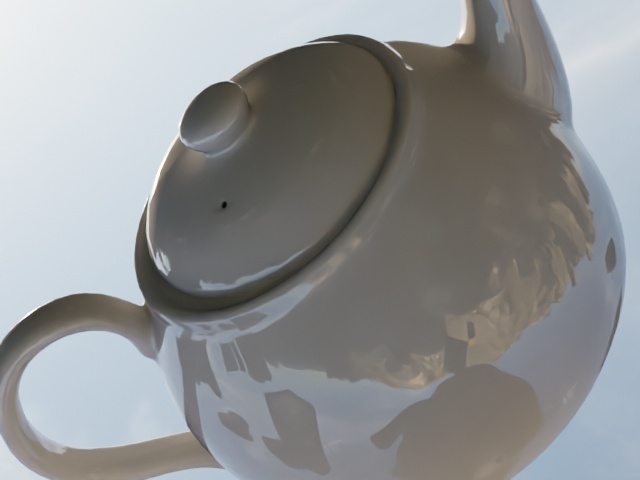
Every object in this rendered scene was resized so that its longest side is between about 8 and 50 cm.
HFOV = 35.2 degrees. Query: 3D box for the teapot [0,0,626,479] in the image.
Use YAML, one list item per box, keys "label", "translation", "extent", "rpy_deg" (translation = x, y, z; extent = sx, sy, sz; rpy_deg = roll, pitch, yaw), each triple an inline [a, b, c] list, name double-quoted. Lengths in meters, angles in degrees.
- label: "teapot"
  translation: [0.000, 0.000, 0.473]
  extent: [0.252, 0.187, 0.256]
  rpy_deg: [-9, -127, 40]
